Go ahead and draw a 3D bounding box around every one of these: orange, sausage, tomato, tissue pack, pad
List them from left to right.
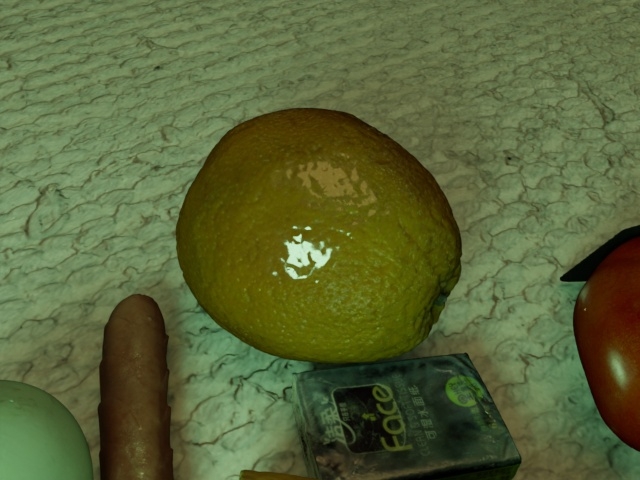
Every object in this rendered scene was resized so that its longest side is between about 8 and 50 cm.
[{"bbox_3d":[-0.211,0.212,0.900,0.088,0.088,0.433,-4,41,-11],"label":"sausage"},{"bbox_3d":[0.000,0.000,0.999,0.357,0.322,0.322,28,45,10],"label":"orange"},{"bbox_3d":[0.093,0.223,0.928,0.235,0.073,0.173,-5,41,-12],"label":"tissue pack"},{"bbox_3d":[0.445,0.139,0.946,0.299,0.226,0.298,2,48,-3],"label":"tomato"},{"bbox_3d":[0.526,-0.006,1.102,0.323,0.250,0.055,-19,73,-13],"label":"pad"}]

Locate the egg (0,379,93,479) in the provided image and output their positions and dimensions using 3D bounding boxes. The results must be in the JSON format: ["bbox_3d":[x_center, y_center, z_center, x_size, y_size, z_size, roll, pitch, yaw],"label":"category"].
[{"bbox_3d":[-0.346,0.292,0.687,0.230,0.230,0.371,15,49,11],"label":"egg"}]

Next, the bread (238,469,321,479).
[{"bbox_3d":[0.082,0.342,0.721,0.375,0.165,0.236,5,42,1],"label":"bread"}]
